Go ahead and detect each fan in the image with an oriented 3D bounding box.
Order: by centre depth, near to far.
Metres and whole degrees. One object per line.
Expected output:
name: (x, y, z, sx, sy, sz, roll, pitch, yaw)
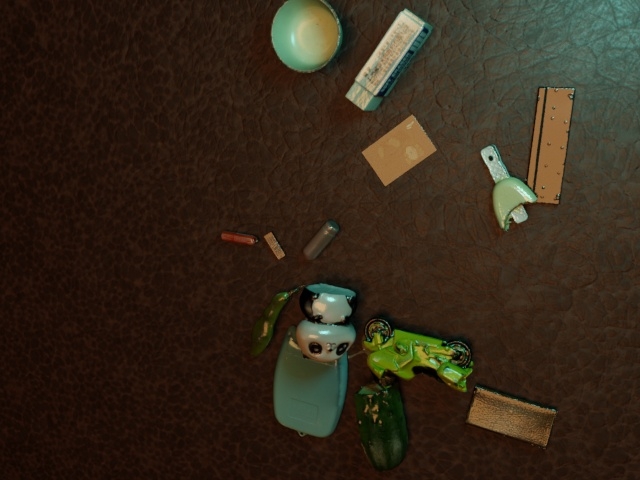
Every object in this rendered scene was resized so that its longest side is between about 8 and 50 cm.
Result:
fan: (0.161, 0.345, 1.905, 0.175, 0.005, 0.113, -28, 92, 24)

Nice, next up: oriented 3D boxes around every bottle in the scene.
bottle: (0.000, 0.000, 1.858, 0.053, 0.053, 0.140, 43, 114, 6)

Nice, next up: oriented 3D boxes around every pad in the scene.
pad: (0.228, -0.261, 1.738, 0.190, 0.004, 0.127, -35, 89, 24)

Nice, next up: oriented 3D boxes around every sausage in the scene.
sausage: (-0.263, -0.007, 1.966, 0.129, 0.034, 0.034, 9, 106, 17)

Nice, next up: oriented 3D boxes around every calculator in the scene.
calculator: (-0.041, 0.489, 1.991, 0.256, 0.054, 0.387, 12, 107, 17)

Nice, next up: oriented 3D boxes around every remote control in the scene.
remote control: (-0.148, 0.016, 1.937, 0.034, 0.016, 0.091, -31, 91, 8)

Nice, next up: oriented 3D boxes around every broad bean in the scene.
broad bean: (-0.168, 0.264, 1.975, 0.075, 0.067, 0.325, 32, 113, 2)

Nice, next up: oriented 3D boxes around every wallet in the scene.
wallet: (0.568, 0.527, 1.780, 0.243, 0.039, 0.133, 13, 101, 18)

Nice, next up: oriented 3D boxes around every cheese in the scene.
cheese: (0.505, -0.151, 1.634, 0.127, 0.049, 0.235, -30, 81, 40)

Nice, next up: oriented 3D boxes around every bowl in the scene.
bowl: (-0.027, -0.584, 1.698, 0.211, 0.112, 0.212, 4, 103, 19)

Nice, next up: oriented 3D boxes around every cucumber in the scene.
cucumber: (0.203, 0.601, 1.882, 0.105, 0.145, 0.326, 6, 110, 47)

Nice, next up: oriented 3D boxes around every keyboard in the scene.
keyboard: (0.609, -0.251, 1.589, 0.100, 0.018, 0.310, 7, 105, 18)

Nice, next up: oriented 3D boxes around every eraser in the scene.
eraser: (0.188, -0.489, 1.633, 0.081, 0.124, 0.279, 40, 113, 8)

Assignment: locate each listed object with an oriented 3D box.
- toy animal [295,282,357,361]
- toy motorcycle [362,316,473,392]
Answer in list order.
toy animal: (0.018, 0.259, 1.838, 0.187, 0.165, 0.235, 6, 91, -13)
toy motorcycle: (0.281, 0.365, 1.787, 0.342, 0.142, 0.206, 14, 97, 15)
